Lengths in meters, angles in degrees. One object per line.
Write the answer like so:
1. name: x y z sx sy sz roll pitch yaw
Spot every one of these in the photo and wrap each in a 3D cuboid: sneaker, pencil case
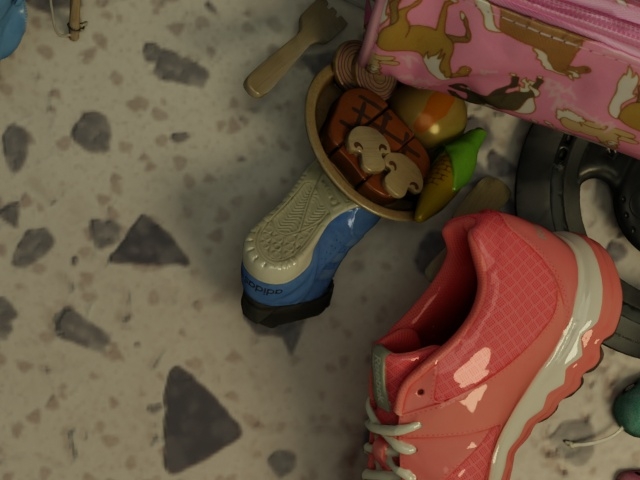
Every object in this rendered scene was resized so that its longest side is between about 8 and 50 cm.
1. sneaker: -0.001 0.000 1.133 0.058 0.084 0.152 32 51 17
2. pencil case: 0.210 -0.118 1.057 0.386 0.167 0.160 21 51 4
3. sneaker: 0.067 0.119 1.083 0.136 0.116 0.314 26 89 -35

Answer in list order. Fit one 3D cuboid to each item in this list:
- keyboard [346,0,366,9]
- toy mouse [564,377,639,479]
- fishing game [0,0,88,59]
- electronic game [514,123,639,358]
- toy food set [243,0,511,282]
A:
1. keyboard: -0.040 -0.230 1.143 0.256 0.014 0.072 24 93 -7
2. toy mouse: 0.244 0.149 1.174 0.143 0.031 0.161 8 90 -8
3. fishing game: -0.254 -0.120 1.014 0.264 0.189 0.041 -35 70 -22
4. electronic game: 0.249 -0.028 1.164 0.229 0.048 0.229 0 84 -2
5. toy food set: 0.048 -0.074 1.112 0.192 0.038 0.132 45 48 -6
